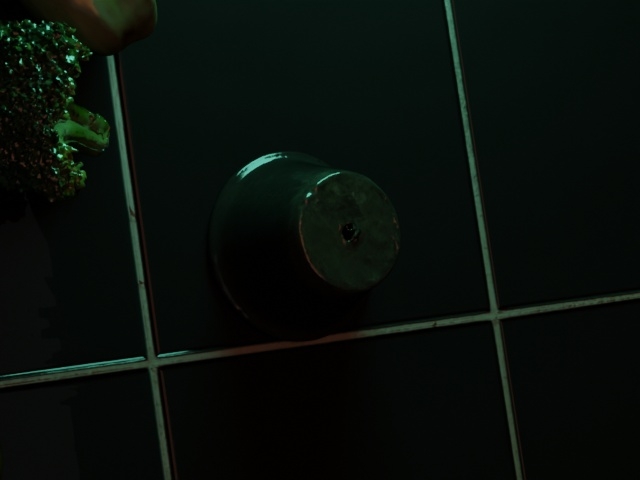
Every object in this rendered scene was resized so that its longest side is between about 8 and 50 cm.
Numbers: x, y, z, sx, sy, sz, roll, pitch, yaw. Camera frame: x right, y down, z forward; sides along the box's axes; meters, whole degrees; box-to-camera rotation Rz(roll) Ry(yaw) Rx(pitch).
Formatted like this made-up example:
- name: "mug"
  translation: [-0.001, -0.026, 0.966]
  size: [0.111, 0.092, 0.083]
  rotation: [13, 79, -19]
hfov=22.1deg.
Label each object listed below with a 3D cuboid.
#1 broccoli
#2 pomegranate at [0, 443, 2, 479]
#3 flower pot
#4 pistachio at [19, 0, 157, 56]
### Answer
- name: "broccoli"
  translation: [-0.300, -0.135, 1.801]
  size: [0.194, 0.194, 0.220]
  rotation: [-3, 60, -31]
- name: "pomegranate"
  translation: [-0.458, 0.179, 1.564]
  size: [0.290, 0.323, 0.291]
  rotation: [-4, 97, -30]
- name: "flower pot"
  translation: [0.000, 0.000, 1.953]
  size: [0.235, 0.148, 0.235]
  rotation: [4, 81, -29]
- name: "pistachio"
  translation: [-0.275, -0.296, 1.846]
  size: [0.206, 0.131, 0.129]
  rotation: [48, 20, -15]
